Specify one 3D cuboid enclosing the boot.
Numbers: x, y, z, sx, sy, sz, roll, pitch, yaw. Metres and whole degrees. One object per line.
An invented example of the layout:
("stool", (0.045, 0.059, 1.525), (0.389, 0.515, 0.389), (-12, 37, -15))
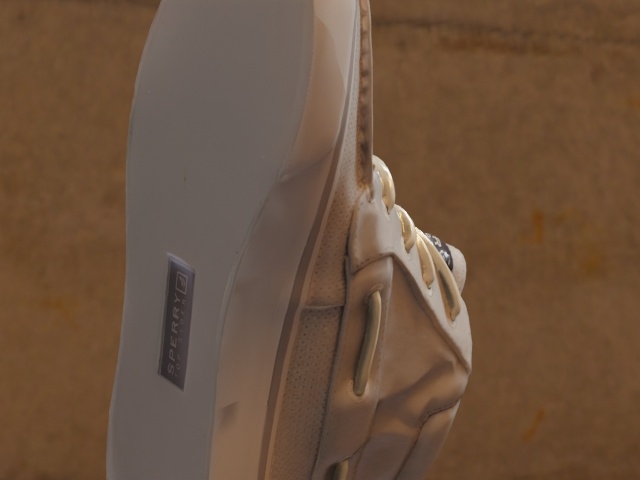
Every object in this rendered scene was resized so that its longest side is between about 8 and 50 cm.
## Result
("boot", (0.000, 0.000, 0.651), (0.123, 0.095, 0.258), (-8, -60, -38))
